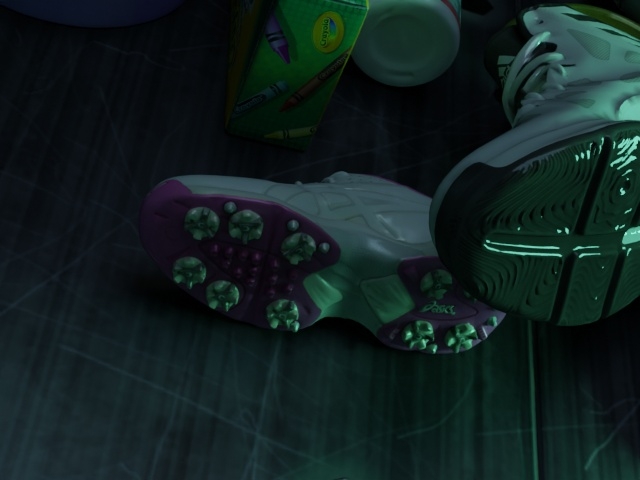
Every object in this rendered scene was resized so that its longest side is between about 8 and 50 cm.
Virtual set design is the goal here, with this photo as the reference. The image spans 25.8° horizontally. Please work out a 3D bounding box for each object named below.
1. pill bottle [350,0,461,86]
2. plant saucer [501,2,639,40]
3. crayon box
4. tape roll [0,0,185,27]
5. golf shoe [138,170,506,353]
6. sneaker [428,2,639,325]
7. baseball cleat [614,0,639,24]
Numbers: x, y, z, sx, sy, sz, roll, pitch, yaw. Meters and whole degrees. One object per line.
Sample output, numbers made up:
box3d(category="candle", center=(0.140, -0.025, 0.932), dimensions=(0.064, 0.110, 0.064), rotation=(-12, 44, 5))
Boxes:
box3d(category="pill bottle", center=(0.085, -0.245, 1.376), dimensions=(0.108, 0.108, 0.180), rotation=(17, 42, -9))
box3d(category="plant saucer", center=(0.301, -0.176, 1.462), dimensions=(0.241, 0.037, 0.241), rotation=(13, 44, -13))
box3d(category="crayon box", center=(-0.024, -0.238, 1.275), dimensions=(0.081, 0.165, 0.278), rotation=(13, 43, -14))
box3d(category="tape roll", center=(-0.236, -0.322, 1.317), dimensions=(0.275, 0.090, 0.275), rotation=(14, 43, -13))
box3d(category="golf shoe", center=(0.000, 0.000, 1.103), dimensions=(0.306, 0.115, 0.140), rotation=(16, 34, -22))
box3d(category="sneaker", center=(0.189, -0.077, 1.160), dimensions=(0.447, 0.169, 0.257), rotation=(-14, 37, -43))
box3d(category="baseball cleat", center=(0.314, -0.302, 1.583), dimensions=(0.109, 0.072, 0.206), rotation=(-21, 67, -1))
